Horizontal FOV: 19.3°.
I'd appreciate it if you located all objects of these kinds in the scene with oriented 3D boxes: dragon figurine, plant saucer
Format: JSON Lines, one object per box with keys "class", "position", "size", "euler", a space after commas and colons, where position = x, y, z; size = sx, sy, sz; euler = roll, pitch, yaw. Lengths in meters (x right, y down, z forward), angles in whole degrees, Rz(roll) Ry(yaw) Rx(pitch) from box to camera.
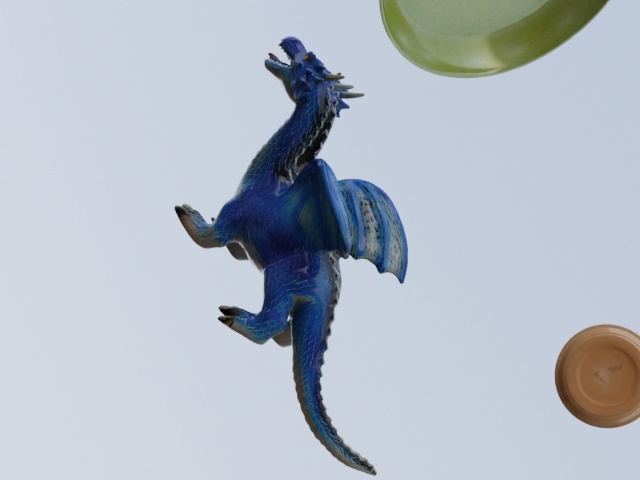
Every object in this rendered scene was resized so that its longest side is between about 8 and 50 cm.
{"class": "dragon figurine", "position": [0.000, 0.000, 1.235], "size": [0.144, 0.085, 0.289], "euler": [-35, -121, 19]}
{"class": "plant saucer", "position": [0.150, -0.237, 1.514], "size": [0.037, 0.241, 0.241], "euler": [58, -40, 40]}
{"class": "plant saucer", "position": [0.228, 0.108, 1.496], "size": [0.013, 0.083, 0.083], "euler": [34, 39, -83]}
